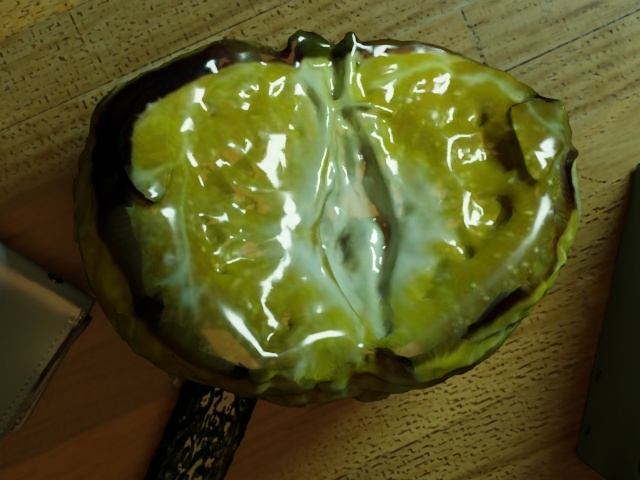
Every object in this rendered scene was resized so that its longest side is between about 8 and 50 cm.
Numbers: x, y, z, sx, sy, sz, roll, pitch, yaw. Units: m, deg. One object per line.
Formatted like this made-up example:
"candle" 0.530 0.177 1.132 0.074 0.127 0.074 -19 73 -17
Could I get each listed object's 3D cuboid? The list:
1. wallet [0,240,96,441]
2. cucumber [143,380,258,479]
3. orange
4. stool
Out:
"wallet" -0.304 0.047 1.263 0.231 0.069 0.170 33 108 -7
"cucumber" -0.120 0.213 1.309 0.067 0.067 0.294 24 92 -10
"orange" 0.000 0.000 1.224 0.368 0.210 0.271 -2 64 -11
"stool" 0.366 0.090 1.314 0.243 0.170 0.270 10 93 -10
